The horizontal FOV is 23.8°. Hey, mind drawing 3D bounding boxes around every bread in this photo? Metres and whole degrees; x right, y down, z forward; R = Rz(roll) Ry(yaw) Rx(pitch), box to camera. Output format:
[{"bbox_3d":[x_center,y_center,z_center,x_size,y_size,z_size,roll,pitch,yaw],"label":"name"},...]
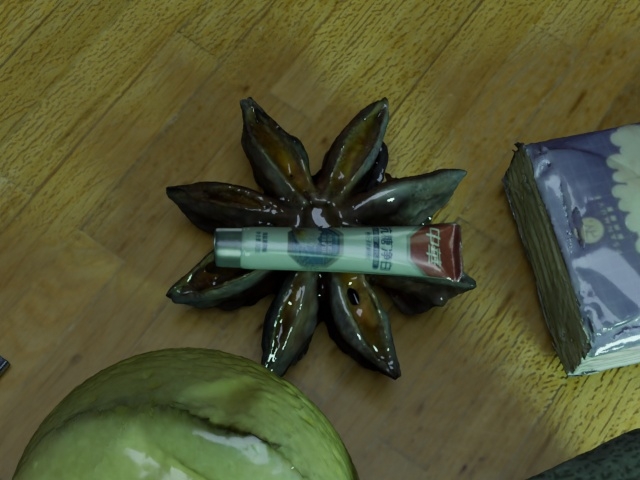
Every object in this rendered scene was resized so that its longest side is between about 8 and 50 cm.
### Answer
[{"bbox_3d":[-0.119,0.246,1.364,0.320,0.237,0.320,0,88,10],"label":"bread"}]

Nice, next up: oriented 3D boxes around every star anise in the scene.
[{"bbox_3d":[0.000,0.002,1.535,0.332,0.117,0.331,-1,72,4],"label":"star anise"}]

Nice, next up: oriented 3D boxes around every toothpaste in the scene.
[{"bbox_3d":[0.017,0.009,1.453,0.239,0.039,0.062,1,70,-3],"label":"toothpaste"}]

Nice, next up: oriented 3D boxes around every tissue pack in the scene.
[{"bbox_3d":[0.387,-0.012,1.560,0.344,0.125,0.242,-11,68,-11],"label":"tissue pack"}]

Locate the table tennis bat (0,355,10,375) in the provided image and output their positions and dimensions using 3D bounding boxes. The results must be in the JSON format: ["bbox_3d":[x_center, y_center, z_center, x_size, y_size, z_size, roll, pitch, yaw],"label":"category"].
[{"bbox_3d":[-0.359,0.179,1.489,0.095,0.014,0.158,31,71,10],"label":"table tennis bat"}]

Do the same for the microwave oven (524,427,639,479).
[{"bbox_3d":[0.261,0.424,1.243,0.374,0.236,0.432,-24,50,-12],"label":"microwave oven"}]
